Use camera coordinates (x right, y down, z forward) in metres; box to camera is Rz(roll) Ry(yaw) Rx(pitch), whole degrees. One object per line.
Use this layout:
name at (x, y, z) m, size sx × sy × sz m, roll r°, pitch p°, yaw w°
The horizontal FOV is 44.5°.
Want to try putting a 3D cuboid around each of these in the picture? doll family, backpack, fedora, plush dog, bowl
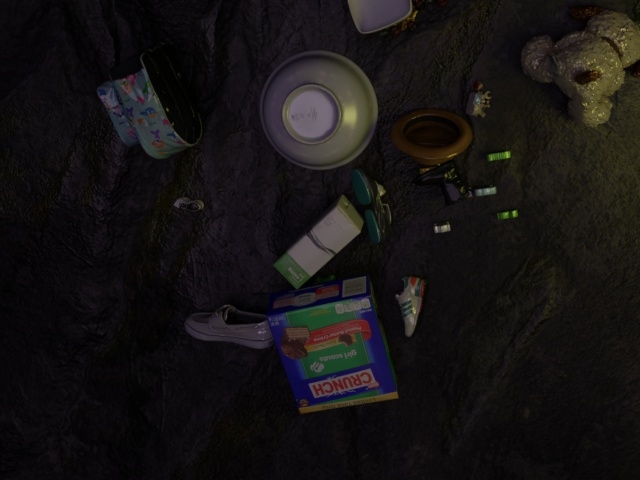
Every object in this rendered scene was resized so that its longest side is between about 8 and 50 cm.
doll family at (0.211, -0.548, 1.828) m, size 0.193 × 0.076 × 0.111 m, roll -45°, pitch 74°, yaw 20°
backpack at (-0.401, -0.324, 1.892) m, size 0.191 × 0.225 × 0.253 m, roll -26°, pitch 108°, yaw 16°
fedora at (0.264, -0.236, 1.873) m, size 0.195 × 0.194 × 0.079 m, roll -1°, pitch 139°, yaw 8°
plush dog at (0.622, -0.419, 1.760) m, size 0.262 × 0.210 × 0.225 m, roll 42°, pitch 82°, yaw -3°
bowl at (-0.013, -0.309, 1.887) m, size 0.298 × 0.134 × 0.297 m, roll 2°, pitch 103°, yaw 7°
bowl at (0.139, -0.550, 1.790) m, size 0.142 × 0.053 × 0.142 m, roll -17°, pitch 85°, yaw 22°

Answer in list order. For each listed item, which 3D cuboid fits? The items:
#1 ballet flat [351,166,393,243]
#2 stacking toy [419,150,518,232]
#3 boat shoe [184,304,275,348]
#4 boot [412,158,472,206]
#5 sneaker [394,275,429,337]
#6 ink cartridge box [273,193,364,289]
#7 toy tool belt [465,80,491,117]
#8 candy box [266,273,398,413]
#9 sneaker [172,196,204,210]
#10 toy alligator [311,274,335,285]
ballet flat at (0.135, -0.092, 1.955) m, size 0.074 × 0.074 × 0.203 m, roll -16°, pitch 98°, yaw 11°
stacking toy at (0.366, -0.118, 1.921) m, size 0.221 × 0.052 × 0.166 m, roll -10°, pitch 102°, yaw 9°
boat shoe at (-0.240, 0.211, 2.027) m, size 0.268 × 0.096 × 0.088 m, roll 10°, pitch 120°, yaw 30°
boot at (0.294, -0.129, 1.881) m, size 0.121 × 0.045 × 0.099 m, roll -24°, pitch 97°, yaw 5°
sneaker at (0.227, 0.166, 2.013) m, size 0.075 × 0.057 × 0.161 m, roll 16°, pitch 107°, yaw 21°
ink cartridge box at (0.000, 0.000, 1.943) m, size 0.219 × 0.160 × 0.092 m, roll -42°, pitch 96°, yaw 15°
toy tool belt at (0.383, -0.337, 1.874) m, size 0.051 × 0.052 × 0.083 m, roll 4°, pitch 110°, yaw -25°
candy box at (0.034, 0.268, 1.990) m, size 0.268 × 0.122 × 0.317 m, roll -12°, pitch 117°, yaw 10°
sneaker at (-0.346, -0.094, 2.032) m, size 0.083 × 0.037 × 0.031 m, roll 1°, pitch 105°, yaw 9°
toy alligator at (-0.020, 0.157, 2.044) m, size 0.051 × 0.056 × 0.189 m, roll 47°, pitch 117°, yaw 41°
